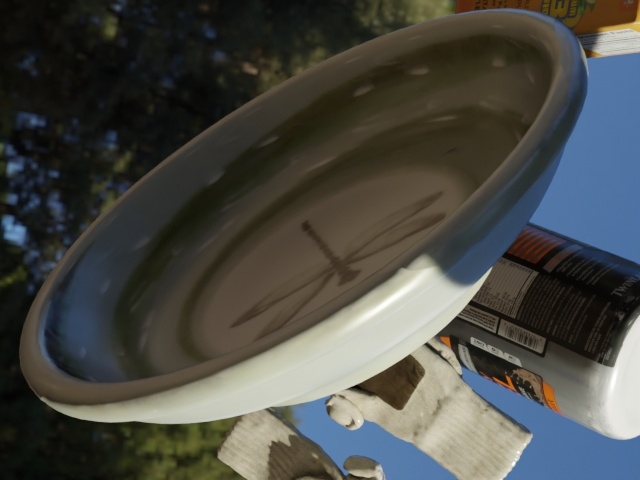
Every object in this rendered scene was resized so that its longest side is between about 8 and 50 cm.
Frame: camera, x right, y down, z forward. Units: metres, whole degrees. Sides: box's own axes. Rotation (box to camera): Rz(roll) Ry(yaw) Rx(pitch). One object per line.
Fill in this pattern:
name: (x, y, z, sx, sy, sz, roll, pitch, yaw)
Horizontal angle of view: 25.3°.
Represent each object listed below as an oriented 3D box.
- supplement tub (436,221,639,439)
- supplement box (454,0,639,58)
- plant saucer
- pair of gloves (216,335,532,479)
supplement tub: (0.276, 0.092, 1.767, 0.338, 0.207, 0.207, 24, -76, 40)
supplement box: (0.217, -0.200, 1.221, 0.233, 0.080, 0.078, 2, -99, 53)
plant saucer: (0.000, 0.000, 0.910, 0.400, 0.100, 0.400, -26, -156, 12)
pair of gloves: (0.034, 0.176, 1.197, 0.204, 0.042, 0.240, 46, -63, 10)
